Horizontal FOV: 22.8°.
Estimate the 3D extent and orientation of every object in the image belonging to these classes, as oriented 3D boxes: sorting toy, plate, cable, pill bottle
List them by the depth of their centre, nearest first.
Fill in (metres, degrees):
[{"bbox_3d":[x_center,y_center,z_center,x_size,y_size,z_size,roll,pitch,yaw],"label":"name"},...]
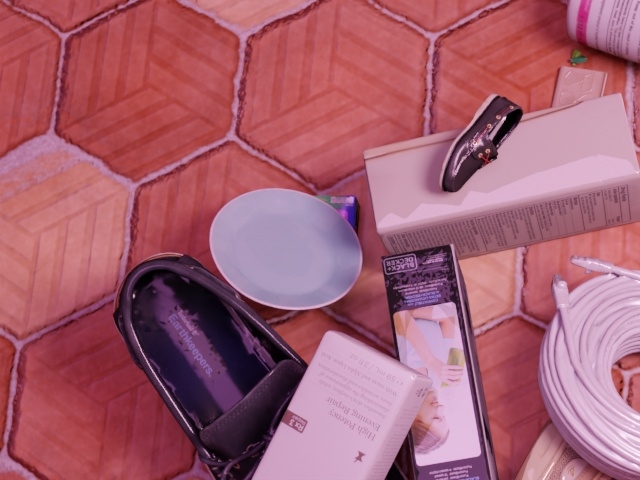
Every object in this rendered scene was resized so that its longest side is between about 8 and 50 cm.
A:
[{"bbox_3d":[0.369,0.155,1.773,0.257,0.089,0.257,11,58,-2],"label":"cable"},{"bbox_3d":[0.452,-0.272,1.900,0.283,0.160,0.160,23,78,19],"label":"pill bottle"},{"bbox_3d":[-0.043,0.014,1.912,0.188,0.024,0.188,7,50,-9],"label":"plate"},{"bbox_3d":[0.327,-0.199,1.984,0.062,0.012,0.083,10,77,21],"label":"sorting toy"}]

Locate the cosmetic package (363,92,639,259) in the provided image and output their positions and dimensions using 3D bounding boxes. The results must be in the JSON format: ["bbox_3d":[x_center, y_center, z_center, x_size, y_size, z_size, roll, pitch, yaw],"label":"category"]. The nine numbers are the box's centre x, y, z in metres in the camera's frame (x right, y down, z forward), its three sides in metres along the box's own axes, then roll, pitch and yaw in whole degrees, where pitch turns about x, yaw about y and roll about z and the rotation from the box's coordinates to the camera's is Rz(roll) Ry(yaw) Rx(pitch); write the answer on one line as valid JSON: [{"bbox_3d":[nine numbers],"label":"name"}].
[{"bbox_3d":[0.220,-0.065,1.885,0.309,0.160,0.113,-13,69,7],"label":"cosmetic package"}]

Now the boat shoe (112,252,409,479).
[{"bbox_3d":[-0.066,0.212,1.833,0.187,0.156,0.500,-40,81,-6],"label":"boat shoe"}]

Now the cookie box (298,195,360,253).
[{"bbox_3d":[0.000,0.000,1.976,0.091,0.040,0.107,0,72,12],"label":"cookie box"}]

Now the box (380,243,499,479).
[{"bbox_3d":[0.141,0.170,1.820,0.087,0.169,0.290,-10,68,7],"label":"box"}]

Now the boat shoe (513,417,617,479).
[{"bbox_3d":[0.234,0.355,1.758,0.110,0.121,0.341,26,77,20],"label":"boat shoe"}]

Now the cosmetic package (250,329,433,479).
[{"bbox_3d":[0.014,0.224,1.708,0.117,0.085,0.231,26,90,21],"label":"cosmetic package"}]

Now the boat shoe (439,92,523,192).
[{"bbox_3d":[0.181,-0.107,1.797,0.042,0.049,0.133,28,74,29],"label":"boat shoe"}]
